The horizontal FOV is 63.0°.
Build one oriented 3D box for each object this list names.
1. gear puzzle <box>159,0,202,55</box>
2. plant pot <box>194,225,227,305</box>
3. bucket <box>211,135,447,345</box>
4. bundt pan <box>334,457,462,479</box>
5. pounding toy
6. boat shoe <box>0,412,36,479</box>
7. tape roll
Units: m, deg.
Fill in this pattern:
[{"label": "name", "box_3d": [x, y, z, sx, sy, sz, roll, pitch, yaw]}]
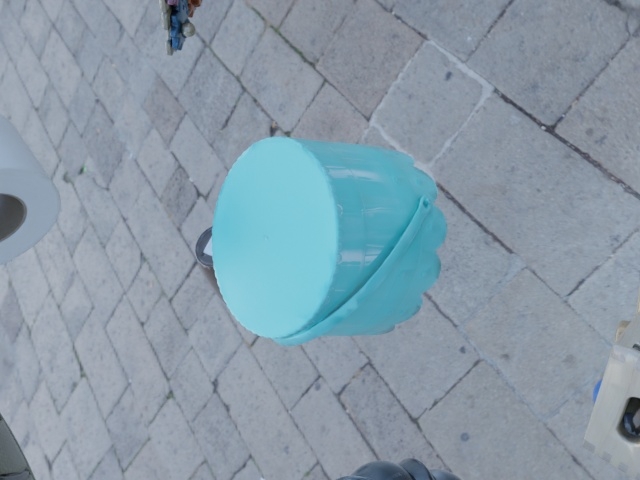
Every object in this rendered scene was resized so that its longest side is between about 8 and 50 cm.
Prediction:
[{"label": "gear puzzle", "box_3d": [-0.190, -0.457, 0.820, 0.175, 0.044, 0.339, 109, 169, -61]}, {"label": "plant pot", "box_3d": [-0.210, 0.055, 1.316, 0.215, 0.230, 0.216, -7, 65, 16]}, {"label": "bucket", "box_3d": [0.000, 0.000, 0.676, 0.281, 0.183, 0.282, -1, 88, 46]}, {"label": "bundt pan", "box_3d": [0.119, 0.369, 0.546, 0.330, 0.330, 0.124, 40, 118, 33]}, {"label": "pounding toy", "box_3d": [0.249, 0.077, 0.373, 0.100, 0.130, 0.141, 28, 138, 40]}, {"label": "boat shoe", "box_3d": [-0.255, 0.076, 0.263, 0.302, 0.103, 0.113, 54, 153, 0]}, {"label": "tape roll", "box_3d": [-0.596, -0.085, 0.875, 0.169, 0.246, 0.246, 48, 117, 18]}]
